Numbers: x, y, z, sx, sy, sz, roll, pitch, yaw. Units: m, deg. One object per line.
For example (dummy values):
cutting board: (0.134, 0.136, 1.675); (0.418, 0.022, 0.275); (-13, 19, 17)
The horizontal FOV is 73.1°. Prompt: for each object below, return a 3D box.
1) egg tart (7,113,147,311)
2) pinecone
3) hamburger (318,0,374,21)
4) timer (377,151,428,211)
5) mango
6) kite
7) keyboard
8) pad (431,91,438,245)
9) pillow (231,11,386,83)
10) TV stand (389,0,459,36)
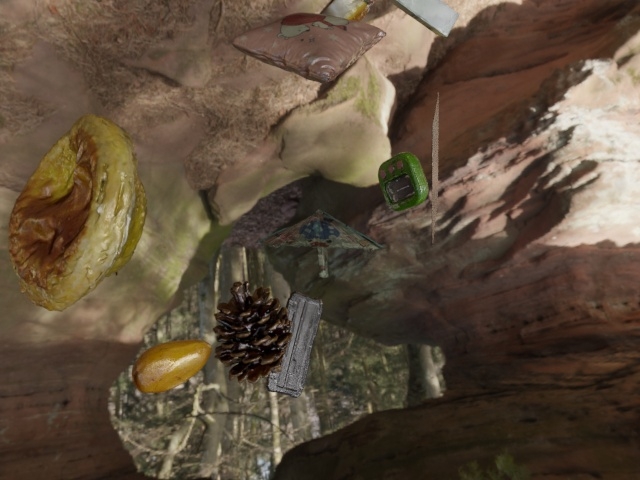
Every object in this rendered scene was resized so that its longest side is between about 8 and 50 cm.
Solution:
egg tart: (-0.523, -0.056, 0.976); (0.443, 0.443, 0.178); (-24, 154, 26)
pinecone: (-0.147, 0.191, 0.943); (0.168, 0.212, 0.185); (-4, -179, -30)
hamburger: (0.085, -0.912, 1.759); (0.151, 0.227, 0.295); (43, 167, -22)
timer: (0.196, -0.139, 1.032); (0.047, 0.128, 0.140); (-19, 179, -26)
mango: (-0.409, 0.343, 1.202); (0.219, 0.112, 0.145); (-19, 134, -19)
kite: (0.000, 0.001, 1.374); (0.406, 0.368, 0.014); (2, 126, -4)
keyboard: (-0.066, 0.267, 1.126); (0.106, 0.262, 0.016); (22, 159, -19)
pad: (0.214, -0.132, 0.808); (0.004, 0.163, 0.243); (3, 127, 17)
pillow: (-0.020, -0.398, 0.865); (0.236, 0.223, 0.084); (25, 140, 20)
TV stand: (0.353, -0.823, 1.513); (0.269, 0.083, 0.088); (20, 110, -27)
